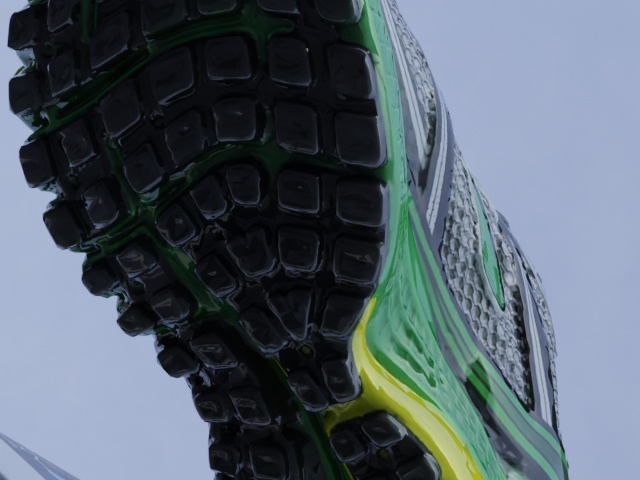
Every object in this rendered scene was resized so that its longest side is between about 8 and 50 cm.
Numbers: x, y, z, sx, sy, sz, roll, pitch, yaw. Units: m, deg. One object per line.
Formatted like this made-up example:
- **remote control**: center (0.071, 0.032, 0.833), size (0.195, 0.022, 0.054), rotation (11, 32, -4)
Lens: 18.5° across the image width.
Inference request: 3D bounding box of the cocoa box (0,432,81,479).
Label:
- **cocoa box**: center (-0.252, 0.318, 1.629), size (0.231, 0.228, 0.347), rotation (-56, -145, -4)

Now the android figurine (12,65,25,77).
- **android figurine**: center (-0.093, -0.019, 1.214), size (0.056, 0.273, 0.248), rotation (-41, -83, 4)

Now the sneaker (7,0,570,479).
- **sneaker**: center (0.000, 0.000, 0.689), size (0.134, 0.146, 0.343), rotation (-6, -68, 27)
